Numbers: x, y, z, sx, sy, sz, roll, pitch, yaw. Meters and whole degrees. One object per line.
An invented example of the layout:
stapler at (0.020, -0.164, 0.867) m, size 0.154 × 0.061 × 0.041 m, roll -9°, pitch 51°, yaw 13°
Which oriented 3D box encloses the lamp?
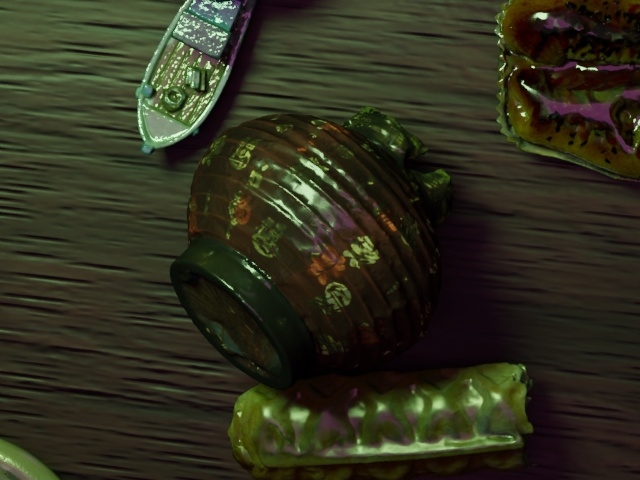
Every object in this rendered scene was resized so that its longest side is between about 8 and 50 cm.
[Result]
lamp at (0.000, 0.000, 1.534) m, size 0.247 × 0.247 × 0.247 m, roll 1°, pitch 95°, yaw 7°

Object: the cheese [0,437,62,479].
cheese at (-0.245, 0.245, 1.678) m, size 0.192 × 0.037 × 0.097 m, roll 20°, pitch 99°, yaw 4°

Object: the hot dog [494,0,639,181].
hot dog at (0.271, -0.128, 1.557) m, size 0.270 × 0.082 × 0.162 m, roll 15°, pitch 98°, yaw 5°

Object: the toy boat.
toy boat at (-0.112, -0.153, 1.613) m, size 0.069 × 0.059 × 0.173 m, roll 28°, pitch 98°, yaw 4°

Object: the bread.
bread at (0.052, 0.160, 1.608) m, size 0.269 × 0.098 × 0.087 m, roll -4°, pitch 56°, yaw 8°
